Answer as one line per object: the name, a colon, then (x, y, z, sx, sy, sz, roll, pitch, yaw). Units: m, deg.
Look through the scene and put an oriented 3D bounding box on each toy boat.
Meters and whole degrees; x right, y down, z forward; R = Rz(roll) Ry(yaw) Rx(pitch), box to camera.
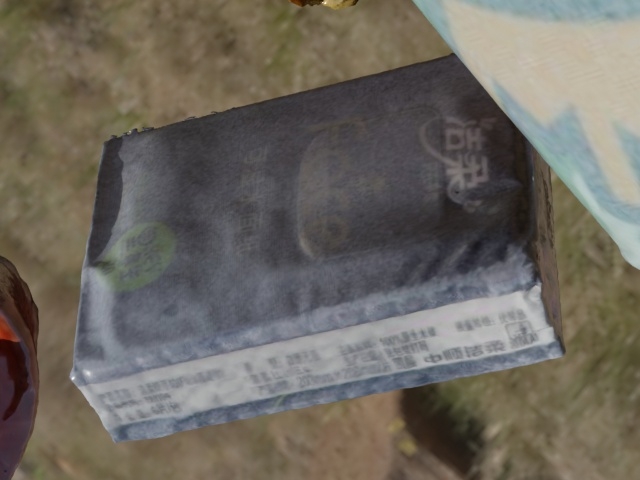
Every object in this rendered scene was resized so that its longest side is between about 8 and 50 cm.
toy boat: (-0.199, 0.138, 0.814, 0.096, 0.206, 0.282, 18, -159, -12)

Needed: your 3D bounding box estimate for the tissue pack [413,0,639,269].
tissue pack: (0.079, -0.145, 0.346, 0.311, 0.128, 0.228, 49, 150, -19)

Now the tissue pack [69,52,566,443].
tissue pack: (0.000, 0.000, 1.404, 0.394, 0.288, 0.124, -12, 136, 15)

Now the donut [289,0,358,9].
donut: (0.022, -0.290, 1.202, 0.118, 0.253, 0.253, 36, 159, 16)
